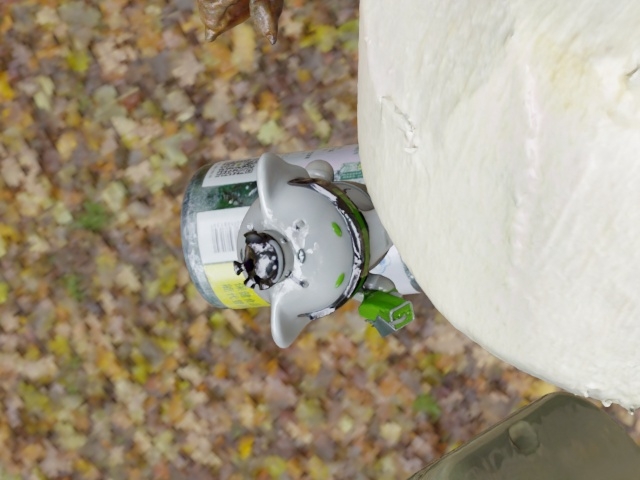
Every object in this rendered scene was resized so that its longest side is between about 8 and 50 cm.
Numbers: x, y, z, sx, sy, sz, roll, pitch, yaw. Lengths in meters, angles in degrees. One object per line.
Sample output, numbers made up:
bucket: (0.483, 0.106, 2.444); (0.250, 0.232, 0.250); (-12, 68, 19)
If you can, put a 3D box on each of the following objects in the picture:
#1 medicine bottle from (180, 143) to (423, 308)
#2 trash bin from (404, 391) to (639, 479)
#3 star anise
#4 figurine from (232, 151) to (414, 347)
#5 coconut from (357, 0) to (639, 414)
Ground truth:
medicine bottle: (0.030, -0.017, 1.245); (0.293, 0.141, 0.141); (-7, 111, 20)
trash bin: (0.029, 0.195, 0.631); (0.247, 0.243, 0.121); (-40, 77, 24)
star anise: (-0.054, -0.300, 1.403); (0.212, 0.196, 0.111); (-16, 134, 27)
figurine: (0.000, 0.000, 1.016); (0.126, 0.192, 0.147); (-10, 97, 30)
coconut: (0.122, -0.068, 0.449); (0.227, 0.227, 0.230); (21, 140, 20)
